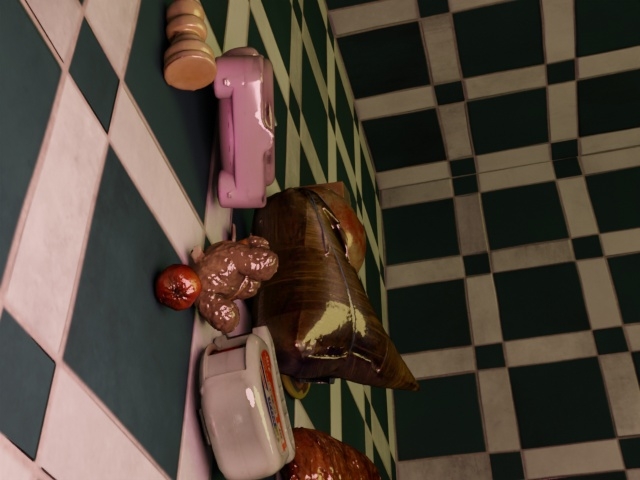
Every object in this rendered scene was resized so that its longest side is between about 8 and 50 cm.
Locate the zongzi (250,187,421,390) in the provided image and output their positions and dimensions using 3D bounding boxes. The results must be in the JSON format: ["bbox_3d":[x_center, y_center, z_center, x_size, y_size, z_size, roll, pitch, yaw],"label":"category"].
[{"bbox_3d":[0.043,0.112,1.827,0.432,0.207,0.404,19,56,-36],"label":"zongzi"}]

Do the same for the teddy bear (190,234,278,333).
[{"bbox_3d":[-0.161,0.061,1.522,0.177,0.140,0.190,-57,177,0],"label":"teddy bear"}]

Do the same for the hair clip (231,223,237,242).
[{"bbox_3d":[-0.166,0.018,1.763,0.137,0.022,0.054,71,14,-58],"label":"hair clip"}]

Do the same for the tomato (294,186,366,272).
[{"bbox_3d":[0.000,0.000,2.118,0.270,0.222,0.271,-7,90,-82],"label":"tomato"}]

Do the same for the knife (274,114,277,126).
[{"bbox_3d":[-0.144,-0.373,2.224,0.210,0.015,0.028,69,22,-45],"label":"knife"}]

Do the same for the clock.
[{"bbox_3d":[-0.147,-0.234,1.725,0.322,0.113,0.296,-97,-173,-71],"label":"clock"}]

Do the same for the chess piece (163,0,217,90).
[{"bbox_3d":[-0.241,-0.362,1.551,0.094,0.094,0.171,60,16,-62],"label":"chess piece"}]

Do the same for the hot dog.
[{"bbox_3d":[0.009,0.542,1.868,0.387,0.174,0.267,42,36,-58],"label":"hot dog"}]

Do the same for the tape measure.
[{"bbox_3d":[-0.132,0.275,1.467,0.246,0.125,0.243,24,51,-80],"label":"tape measure"}]

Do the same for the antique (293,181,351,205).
[{"bbox_3d":[0.003,-0.074,2.379,0.148,0.151,0.147,51,33,-74],"label":"antique"}]

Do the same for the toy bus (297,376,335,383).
[{"bbox_3d":[-0.004,0.264,1.943,0.182,0.091,0.103,110,-17,-71],"label":"toy bus"}]

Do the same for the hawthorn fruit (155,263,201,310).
[{"bbox_3d":[-0.219,0.069,1.336,0.077,0.077,0.077,-9,90,-79],"label":"hawthorn fruit"}]

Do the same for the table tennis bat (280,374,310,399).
[{"bbox_3d":[-0.040,0.285,2.123,0.369,0.054,0.224,47,38,-65],"label":"table tennis bat"}]
